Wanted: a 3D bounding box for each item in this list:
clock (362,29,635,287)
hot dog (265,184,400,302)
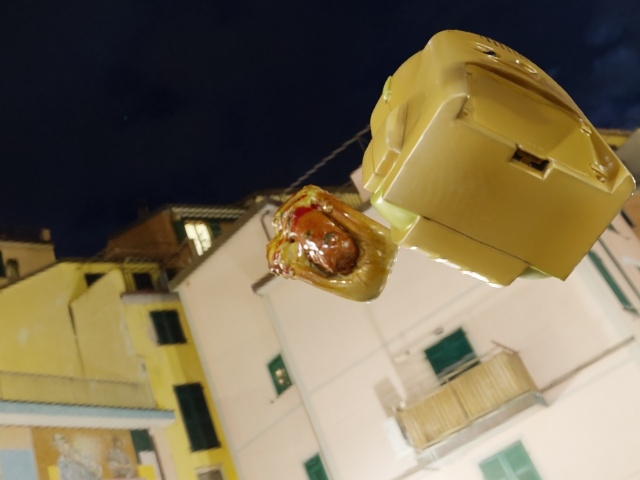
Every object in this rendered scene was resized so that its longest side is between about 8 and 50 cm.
[{"bbox_3d":[0.183,-0.113,0.825,0.244,0.317,0.200,26,-54,-12],"label":"clock"},{"bbox_3d":[0.000,0.000,1.133,0.153,0.257,0.150,21,-85,-27],"label":"hot dog"}]
